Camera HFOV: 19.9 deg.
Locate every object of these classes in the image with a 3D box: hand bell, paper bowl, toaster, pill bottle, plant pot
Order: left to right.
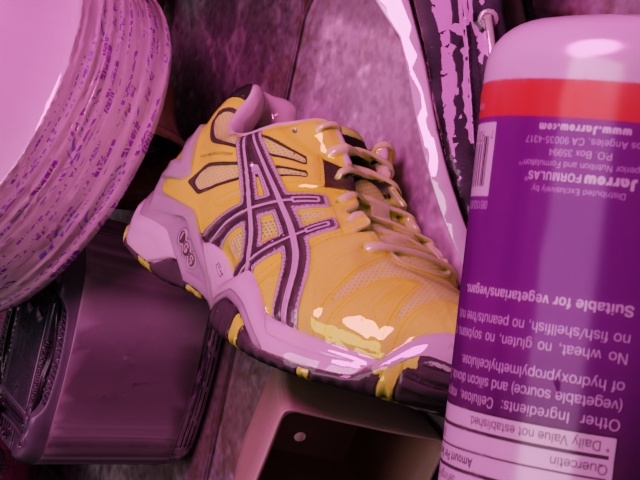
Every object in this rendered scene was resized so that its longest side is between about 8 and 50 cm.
[{"bbox_3d":[-0.254,-0.098,1.356,0.284,0.148,0.284,-30,43,34],"label":"paper bowl"},{"bbox_3d":[-0.167,0.087,1.410,0.129,0.146,0.227,31,110,58],"label":"toaster"},{"bbox_3d":[-0.148,-0.159,1.505,0.126,0.126,0.242,-40,38,50],"label":"hand bell"},{"bbox_3d":[0.002,0.135,1.163,0.096,0.109,0.109,-110,38,-59],"label":"plant pot"},{"bbox_3d":[0.150,0.066,0.839,0.181,0.182,0.322,6,90,60],"label":"pill bottle"}]

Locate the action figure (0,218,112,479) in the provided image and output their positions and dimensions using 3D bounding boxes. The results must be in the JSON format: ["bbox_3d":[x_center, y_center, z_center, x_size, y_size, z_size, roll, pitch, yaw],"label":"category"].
[{"bbox_3d":[-0.277,0.146,1.600,0.276,0.248,0.370,9,91,34],"label":"action figure"}]

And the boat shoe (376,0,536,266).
[{"bbox_3d":[0.102,-0.076,1.028,0.091,0.114,0.302,-22,74,14],"label":"boat shoe"}]

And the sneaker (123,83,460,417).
[{"bbox_3d":[0.000,0.000,1.155,0.385,0.145,0.147,31,98,51],"label":"sneaker"}]
